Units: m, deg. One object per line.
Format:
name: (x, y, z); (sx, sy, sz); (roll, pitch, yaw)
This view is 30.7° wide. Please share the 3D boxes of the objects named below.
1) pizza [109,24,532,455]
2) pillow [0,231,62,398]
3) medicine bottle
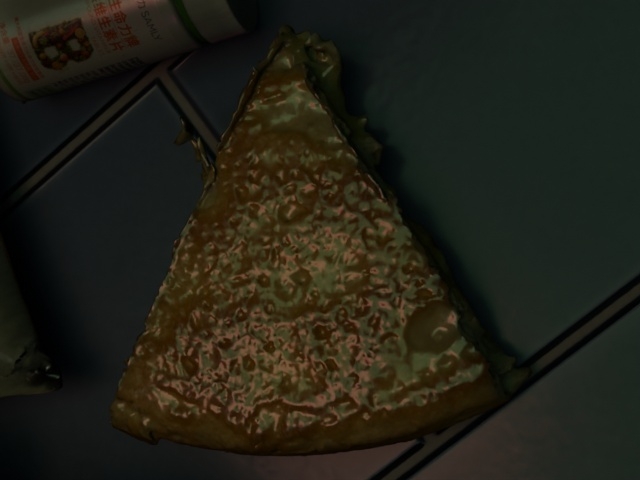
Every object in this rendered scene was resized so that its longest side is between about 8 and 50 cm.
pizza: (0.000, 0.000, 0.775); (0.279, 0.075, 0.288); (1, 85, 13)
pillow: (-0.369, 0.009, 0.856); (0.312, 0.119, 0.310); (-21, 80, 12)
medicine bottle: (-0.143, -0.161, 0.818); (0.183, 0.086, 0.086); (-15, 82, 16)
